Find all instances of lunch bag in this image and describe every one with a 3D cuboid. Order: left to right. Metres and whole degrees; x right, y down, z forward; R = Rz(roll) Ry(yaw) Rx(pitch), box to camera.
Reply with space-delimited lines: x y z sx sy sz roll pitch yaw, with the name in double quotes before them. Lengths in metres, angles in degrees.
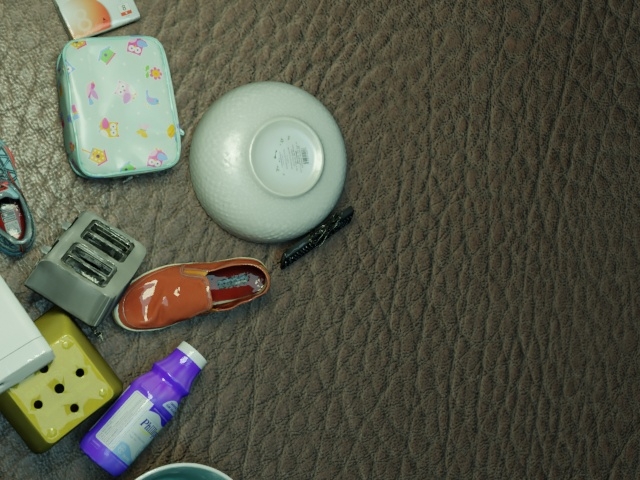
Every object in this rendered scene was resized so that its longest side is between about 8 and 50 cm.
"lunch bag" -0.387 -0.253 1.898 0.224 0.108 0.279 -9 92 -25

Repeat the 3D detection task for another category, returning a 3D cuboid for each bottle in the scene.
"bottle" -0.337 0.322 1.894 0.092 0.118 0.283 34 72 24

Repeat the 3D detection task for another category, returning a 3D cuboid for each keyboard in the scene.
"keyboard" 0.000 0.000 2.046 0.192 0.100 0.038 -36 71 -18

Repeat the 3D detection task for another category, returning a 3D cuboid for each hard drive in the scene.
"hard drive" -0.657 0.133 1.708 0.233 0.047 0.353 -33 65 -19

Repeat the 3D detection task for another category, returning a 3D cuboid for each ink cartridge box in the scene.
"ink cartridge box" -0.455 -0.493 1.913 0.145 0.045 0.179 -27 100 -21

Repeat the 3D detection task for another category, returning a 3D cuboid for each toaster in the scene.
"toaster" -0.431 0.058 1.822 0.185 0.110 0.168 34 40 -6

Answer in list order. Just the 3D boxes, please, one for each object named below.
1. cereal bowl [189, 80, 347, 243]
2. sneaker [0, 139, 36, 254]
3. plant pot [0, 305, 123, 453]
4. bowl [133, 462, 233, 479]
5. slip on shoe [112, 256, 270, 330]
"cereal bowl" -0.093 -0.165 1.995 0.338 0.141 0.339 1 88 -21
"sneaker" -0.591 -0.100 1.802 0.104 0.125 0.262 -29 99 -20
"plant pot" -0.491 0.264 1.797 0.212 0.187 0.212 -38 102 -18
"bowl" -0.289 0.570 1.880 0.311 0.163 0.312 0 89 -22
"slip on shoe" -0.251 0.102 1.944 0.331 0.101 0.123 -12 94 -20
